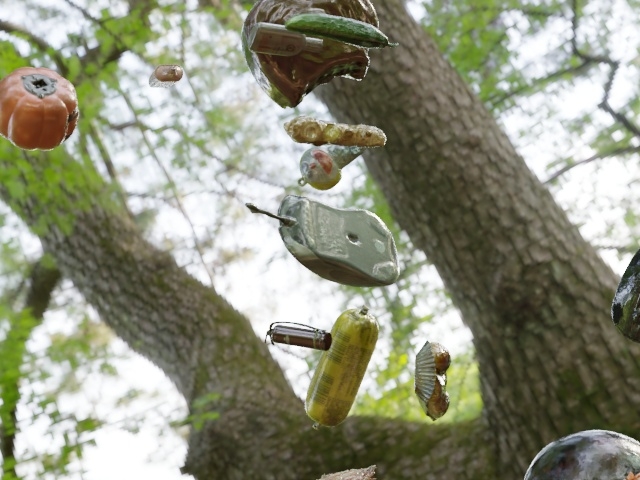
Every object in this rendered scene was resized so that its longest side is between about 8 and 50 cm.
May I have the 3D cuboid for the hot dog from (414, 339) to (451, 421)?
[{"bbox_3d":[0.269,0.333,2.582,0.081,0.163,0.270,2,-21,11],"label":"hot dog"}]

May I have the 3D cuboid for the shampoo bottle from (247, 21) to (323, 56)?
[{"bbox_3d":[-0.075,-0.443,2.440,0.165,0.040,0.080,5,-38,-23],"label":"shampoo bottle"}]

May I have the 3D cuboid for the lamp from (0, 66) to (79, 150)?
[{"bbox_3d":[-0.622,-0.280,2.389,0.187,0.188,0.164,-11,-35,-34],"label":"lamp"}]

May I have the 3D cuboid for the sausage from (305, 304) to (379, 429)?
[{"bbox_3d":[0.053,0.321,2.764,0.123,0.123,0.347,8,-74,-57],"label":"sausage"}]

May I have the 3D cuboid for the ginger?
[{"bbox_3d":[0.021,-0.179,1.818,0.173,0.051,0.069,0,-1,-20],"label":"ginger"}]

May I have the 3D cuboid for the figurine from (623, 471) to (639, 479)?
[{"bbox_3d":[0.353,0.349,1.359,0.111,0.102,0.195,5,-33,-45],"label":"figurine"}]

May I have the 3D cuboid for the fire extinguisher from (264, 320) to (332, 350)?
[{"bbox_3d":[-0.054,0.209,2.399,0.158,0.064,0.043,7,26,24],"label":"fire extinguisher"}]

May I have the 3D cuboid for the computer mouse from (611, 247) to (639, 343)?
[{"bbox_3d":[0.722,0.097,2.377,0.086,0.137,0.270,9,-76,-53],"label":"computer mouse"}]

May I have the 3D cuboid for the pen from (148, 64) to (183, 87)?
[{"bbox_3d":[-0.294,-0.312,2.087,0.053,0.032,0.197,-2,1,-15],"label":"pen"}]

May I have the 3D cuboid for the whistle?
[{"bbox_3d":[0.031,-0.210,2.822,0.223,0.123,0.123,-36,-21,7],"label":"whistle"}]

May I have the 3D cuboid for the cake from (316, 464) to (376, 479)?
[{"bbox_3d":[-0.017,0.475,1.869,0.287,0.135,0.098,-27,-8,-10],"label":"cake"}]

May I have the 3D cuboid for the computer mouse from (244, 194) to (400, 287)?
[{"bbox_3d":[0.000,0.000,2.077,0.379,0.167,0.090,22,-43,-34],"label":"computer mouse"}]

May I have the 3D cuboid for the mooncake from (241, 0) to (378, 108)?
[{"bbox_3d":[-0.030,-0.482,2.665,0.325,0.334,0.174,9,-13,-11],"label":"mooncake"}]

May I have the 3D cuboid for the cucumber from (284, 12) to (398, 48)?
[{"bbox_3d":[0.047,-0.453,2.367,0.250,0.056,0.056,11,-27,-6],"label":"cucumber"}]

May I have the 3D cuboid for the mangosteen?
[{"bbox_3d":[0.509,0.510,2.025,0.300,0.300,0.300,-22,-20,-8],"label":"mangosteen"}]
